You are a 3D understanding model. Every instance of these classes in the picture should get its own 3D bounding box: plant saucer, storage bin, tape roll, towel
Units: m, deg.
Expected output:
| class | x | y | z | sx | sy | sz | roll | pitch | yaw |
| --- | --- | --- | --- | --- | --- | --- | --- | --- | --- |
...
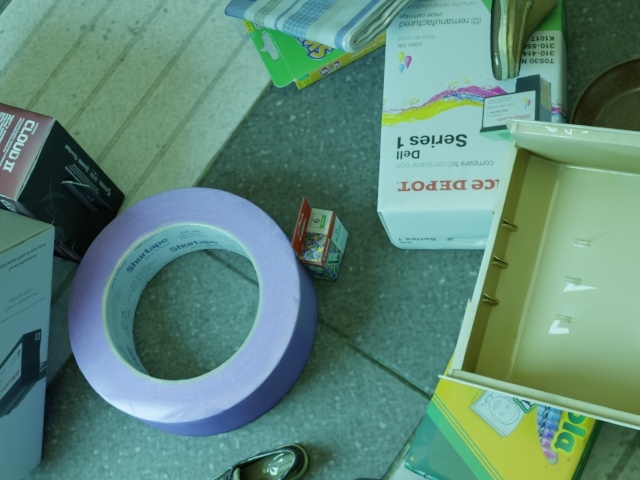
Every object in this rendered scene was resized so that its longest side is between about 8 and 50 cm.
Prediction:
| class | x | y | z | sx | sy | sz | roll | pitch | yaw |
| --- | --- | --- | --- | --- | --- | --- | --- | --- | --- |
| plant saucer | 0.377 | -0.115 | 1.371 | 0.198 | 0.036 | 0.199 | -4 | 64 | 7 |
| storage bin | 0.265 | 0.035 | 1.168 | 0.260 | 0.123 | 0.262 | 11 | 83 | 34 |
| tape roll | -0.145 | 0.081 | 1.411 | 0.274 | 0.090 | 0.275 | -5 | 69 | 13 |
| towel | 0.026 | -0.311 | 1.455 | 0.209 | 0.034 | 0.285 | -45 | 36 | -14 |

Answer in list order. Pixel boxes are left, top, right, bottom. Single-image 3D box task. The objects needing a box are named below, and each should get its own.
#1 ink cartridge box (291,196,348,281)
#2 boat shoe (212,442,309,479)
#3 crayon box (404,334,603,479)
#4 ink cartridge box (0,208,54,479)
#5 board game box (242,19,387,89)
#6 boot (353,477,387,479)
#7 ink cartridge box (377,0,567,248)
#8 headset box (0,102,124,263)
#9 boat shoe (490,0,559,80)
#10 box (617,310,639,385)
| class | x | y | z | sx | sy | sz | roll | pitch | yaw |
| --- | --- | --- | --- | --- | --- | --- | --- | --- | --- |
| ink cartridge box | 0.000 | 0.000 | 1.388 | 0.029 | 0.115 | 0.063 | 9 | 74 | 17 |
| boat shoe | -0.086 | 0.267 | 1.351 | 0.152 | 0.049 | 0.056 | -34 | 67 | 1 |
| crayon box | 0.223 | 0.148 | 1.296 | 0.165 | 0.081 | 0.278 | 21 | 80 | 20 |
| ink cartridge box | -0.427 | 0.112 | 1.366 | 0.223 | 0.129 | 0.307 | 16 | 113 | 18 |
| board game box | 0.040 | -0.289 | 1.525 | 0.259 | 0.039 | 0.124 | -27 | 66 | 1 |
| boot | -0.053 | 0.381 | 1.263 | 0.338 | 0.118 | 0.223 | -17 | 42 | 14 |
| ink cartridge box | 0.176 | -0.139 | 1.393 | 0.201 | 0.117 | 0.278 | -1 | 70 | 13 |
| headset box | -0.386 | -0.080 | 1.456 | 0.293 | 0.218 | 0.110 | 17 | 73 | 19 |
| boat shoe | 0.222 | -0.258 | 1.330 | 0.072 | 0.068 | 0.190 | 5 | 69 | 3 |
| box | 0.415 | 0.060 | 1.217 | 0.148 | 0.127 | 0.232 | 18 | 87 | 35 |
